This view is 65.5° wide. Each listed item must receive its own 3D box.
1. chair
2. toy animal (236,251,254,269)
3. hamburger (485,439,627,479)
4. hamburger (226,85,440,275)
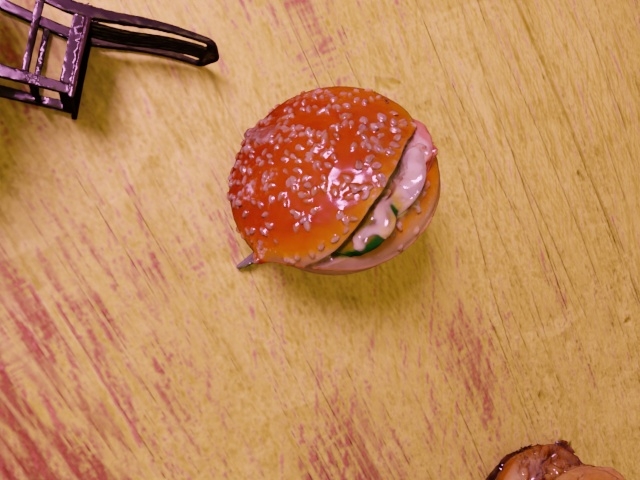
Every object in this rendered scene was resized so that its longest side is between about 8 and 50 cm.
[{"bbox_3d":[-0.215,-0.173,0.496,0.213,0.084,0.101,12,85,-23],"label":"chair"},{"bbox_3d":[-0.001,-0.017,0.618,0.217,0.041,0.074,-9,98,-18],"label":"toy animal"},{"bbox_3d":[0.360,0.432,0.724,0.245,0.163,0.244,-1,92,-21],"label":"hamburger"},{"bbox_3d":[0.010,-0.067,0.530,0.237,0.147,0.236,-5,63,9],"label":"hamburger"}]
